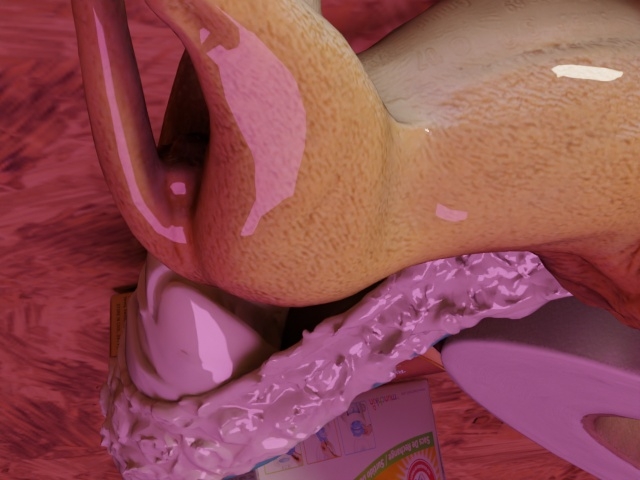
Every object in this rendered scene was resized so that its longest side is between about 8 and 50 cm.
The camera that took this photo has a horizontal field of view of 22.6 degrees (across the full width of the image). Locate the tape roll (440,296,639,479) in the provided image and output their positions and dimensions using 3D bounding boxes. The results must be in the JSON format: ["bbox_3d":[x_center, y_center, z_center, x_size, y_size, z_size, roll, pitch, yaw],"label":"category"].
[{"bbox_3d":[0.253,0.113,0.890,0.392,0.072,0.392,25,168,6],"label":"tape roll"}]

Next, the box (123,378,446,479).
[{"bbox_3d":[-0.018,0.156,1.044,0.114,0.103,0.203,-13,174,35],"label":"box"}]

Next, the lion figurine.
[{"bbox_3d":[0.063,-0.040,0.538,0.392,0.142,0.240,2,121,-18],"label":"lion figurine"}]

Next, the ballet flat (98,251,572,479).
[{"bbox_3d":[0.000,0.000,0.774,0.409,0.147,0.147,-32,143,34],"label":"ballet flat"}]

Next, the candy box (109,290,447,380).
[{"bbox_3d":[-0.021,0.057,0.971,0.187,0.053,0.109,-10,156,18],"label":"candy box"}]
